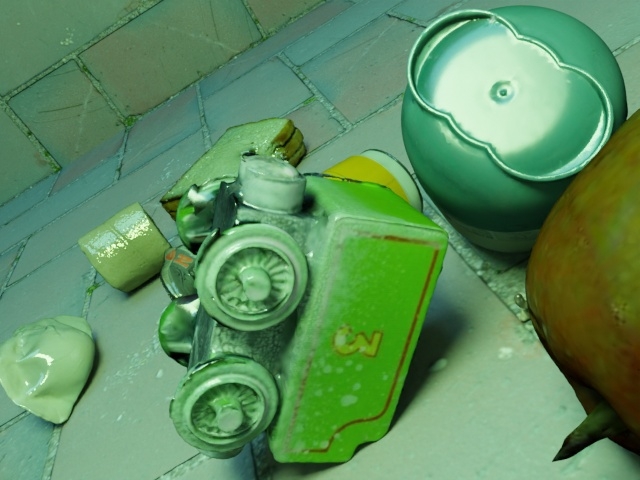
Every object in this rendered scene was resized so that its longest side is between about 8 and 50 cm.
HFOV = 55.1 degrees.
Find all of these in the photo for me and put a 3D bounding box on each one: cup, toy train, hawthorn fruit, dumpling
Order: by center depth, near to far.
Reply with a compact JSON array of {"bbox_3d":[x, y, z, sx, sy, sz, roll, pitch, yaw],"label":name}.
[{"bbox_3d":[0.267,0.045,0.414,0.301,0.267,0.268,-43,26,14],"label":"hawthorn fruit"},{"bbox_3d":[-0.027,0.073,0.623,0.173,0.248,0.307,-129,50,-62],"label":"toy train"},{"bbox_3d":[0.227,-0.089,0.643,0.219,0.257,0.289,-48,68,7],"label":"cup"},{"bbox_3d":[0.000,0.000,0.828,0.279,0.196,0.196,-39,28,-26],"label":"cup"},{"bbox_3d":[-0.456,0.195,1.013,0.124,0.151,0.229,-53,23,21],"label":"dumpling"}]

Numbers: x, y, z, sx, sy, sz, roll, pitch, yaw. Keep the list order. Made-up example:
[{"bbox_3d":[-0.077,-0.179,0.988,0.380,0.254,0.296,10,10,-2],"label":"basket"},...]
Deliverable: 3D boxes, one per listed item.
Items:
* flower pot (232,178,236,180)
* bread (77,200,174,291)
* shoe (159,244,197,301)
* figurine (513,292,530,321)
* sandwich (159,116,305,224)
[{"bbox_3d":[-0.094,-0.041,1.051,0.103,0.108,0.229,-47,33,-24],"label":"flower pot"},{"bbox_3d":[-0.371,0.019,1.195,0.141,0.148,0.134,-36,66,-9],"label":"bread"},{"bbox_3d":[-0.232,0.054,1.083,0.077,0.074,0.194,-27,27,0],"label":"shoe"},{"bbox_3d":[0.239,0.051,0.636,0.083,0.051,0.047,-40,35,-13],"label":"figurine"},{"bbox_3d":[-0.173,-0.149,1.310,0.249,0.095,0.273,-3,41,43],"label":"sandwich"}]
